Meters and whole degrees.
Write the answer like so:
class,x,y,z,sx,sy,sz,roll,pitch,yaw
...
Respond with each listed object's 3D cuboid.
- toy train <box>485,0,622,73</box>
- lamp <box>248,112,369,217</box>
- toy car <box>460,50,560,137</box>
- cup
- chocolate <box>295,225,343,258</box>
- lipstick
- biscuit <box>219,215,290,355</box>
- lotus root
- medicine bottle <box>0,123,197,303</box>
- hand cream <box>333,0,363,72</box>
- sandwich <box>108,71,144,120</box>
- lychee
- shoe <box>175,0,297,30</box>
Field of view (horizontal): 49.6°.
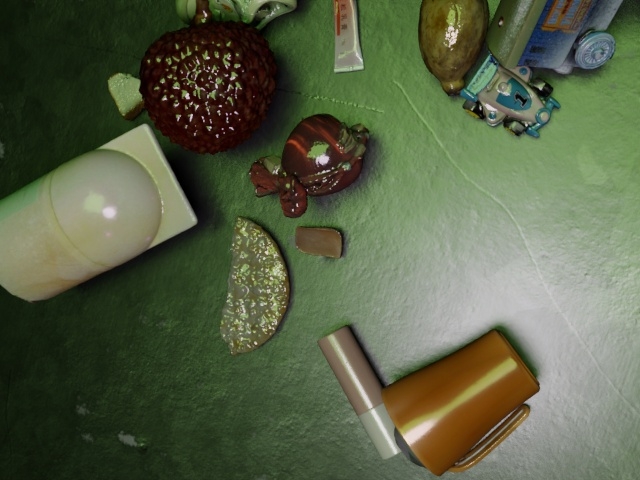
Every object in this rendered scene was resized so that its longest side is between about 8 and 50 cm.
class,x,y,z,sx,sy,sz,roll,pitch,yaw
toy train,0.405,-0.402,1.103,0.202,0.131,0.299,2,136,-15
lamp,-0.019,-0.158,1.313,0.223,0.215,0.151,-25,118,-14
toy car,0.335,-0.256,1.227,0.161,0.098,0.126,39,104,16
cup,0.258,0.298,1.238,0.264,0.182,0.226,-37,113,9
chocolate,0.000,0.000,1.374,0.101,0.031,0.064,4,110,22
lipstick,0.084,0.290,1.329,0.070,0.070,0.254,-32,81,16
biscuit,-0.128,0.102,1.413,0.141,0.038,0.289,10,95,17
lotus root,0.236,-0.367,1.241,0.139,0.138,0.213,4,103,18
medicine bottle,-0.464,-0.054,1.416,0.406,0.236,0.235,-24,83,17
hand cream,0.047,-0.440,1.356,0.052,0.038,0.216,-1,94,45
sandwich,-0.411,-0.326,1.502,0.093,0.036,0.104,-36,79,16
lychee,-0.214,-0.311,1.326,0.265,0.264,0.299,9,112,18
shoe,-0.161,-0.481,1.362,0.262,0.140,0.128,-20,72,9
